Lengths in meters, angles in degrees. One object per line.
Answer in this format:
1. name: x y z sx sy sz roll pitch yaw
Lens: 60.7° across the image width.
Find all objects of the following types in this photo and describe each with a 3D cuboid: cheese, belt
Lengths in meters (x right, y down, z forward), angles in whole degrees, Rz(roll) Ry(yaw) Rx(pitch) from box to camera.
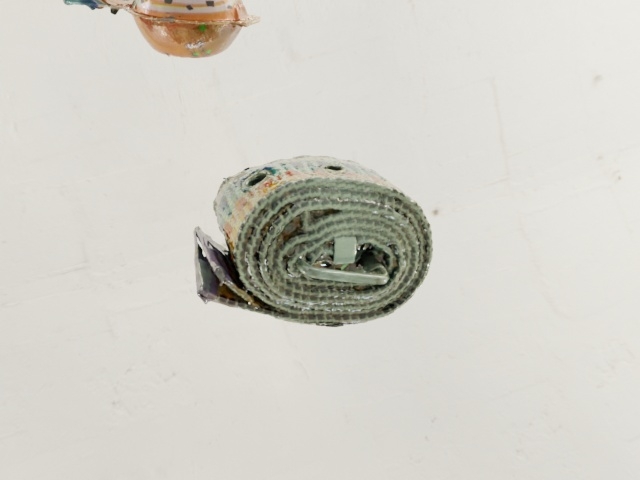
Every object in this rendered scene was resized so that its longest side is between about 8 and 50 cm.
1. cheese: -0.266 -0.392 0.924 0.330 0.217 0.129 13 -60 10
2. belt: 0.000 0.000 0.709 0.295 0.160 0.206 12 -69 -25
